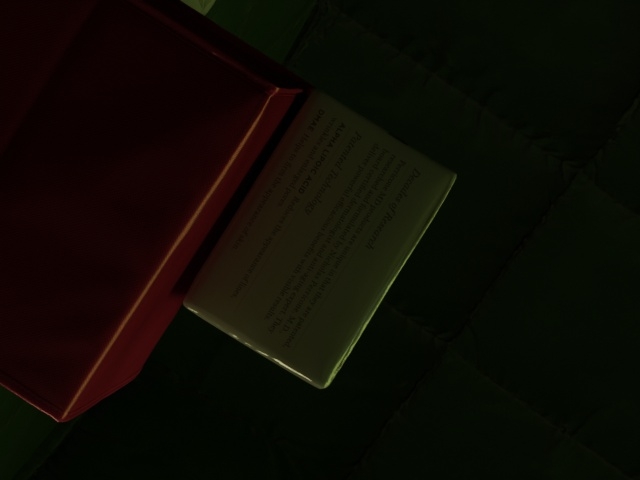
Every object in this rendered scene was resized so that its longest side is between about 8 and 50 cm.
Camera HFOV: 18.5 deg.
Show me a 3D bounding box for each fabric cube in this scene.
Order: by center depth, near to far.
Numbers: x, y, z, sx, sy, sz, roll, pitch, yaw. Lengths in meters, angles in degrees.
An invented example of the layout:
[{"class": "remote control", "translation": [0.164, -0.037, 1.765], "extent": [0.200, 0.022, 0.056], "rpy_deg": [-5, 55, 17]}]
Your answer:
[{"class": "fabric cube", "translation": [-0.186, -0.065, 1.355], "extent": [0.258, 0.259, 0.254], "rpy_deg": [-58, 177, 7]}]

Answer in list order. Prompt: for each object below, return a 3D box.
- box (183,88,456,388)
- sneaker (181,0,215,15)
[{"class": "box", "translation": [0.000, 0.000, 1.430], "extent": [0.182, 0.119, 0.181], "rpy_deg": [-58, 180, 0]}, {"class": "sneaker", "translation": [-0.140, -0.100, 1.715], "extent": [0.169, 0.257, 0.447], "rpy_deg": [-57, 177, 37]}]
